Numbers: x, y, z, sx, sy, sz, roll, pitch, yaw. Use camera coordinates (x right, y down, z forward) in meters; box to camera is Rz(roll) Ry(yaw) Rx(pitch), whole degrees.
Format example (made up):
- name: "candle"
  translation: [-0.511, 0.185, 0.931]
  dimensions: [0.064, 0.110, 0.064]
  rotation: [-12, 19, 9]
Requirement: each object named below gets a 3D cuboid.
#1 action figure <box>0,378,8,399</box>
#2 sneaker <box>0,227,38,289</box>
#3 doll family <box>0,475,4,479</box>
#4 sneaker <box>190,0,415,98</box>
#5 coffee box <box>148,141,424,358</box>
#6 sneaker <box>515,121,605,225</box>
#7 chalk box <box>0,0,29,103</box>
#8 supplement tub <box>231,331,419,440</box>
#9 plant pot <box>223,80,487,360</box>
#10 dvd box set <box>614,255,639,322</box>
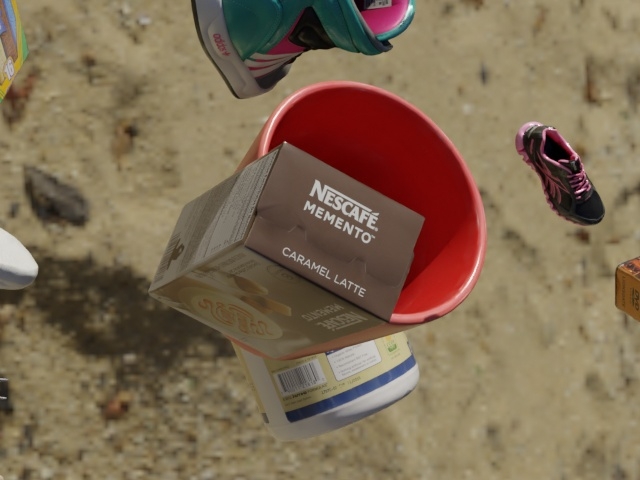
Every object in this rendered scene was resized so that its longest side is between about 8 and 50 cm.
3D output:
- name: "action figure"
  translation: [-0.515, 0.205, 1.891]
  dimensions: [0.099, 0.285, 0.185]
  rotation: [93, -19, -57]
- name: "sneaker"
  translation: [-0.370, 0.021, 1.445]
  dimensions: [0.080, 0.212, 0.094]
  rotation: [-113, -138, -62]
- name: "doll family"
  translation: [-0.235, 0.269, 1.304]
  dimensions: [0.193, 0.076, 0.111]
  rotation: [19, 40, -36]
- name: "sneaker"
  translation: [-0.005, -0.205, 1.386]
  dimensions: [0.295, 0.179, 0.123]
  rotation: [33, 50, -82]
- name: "coffee box"
  translation: [-0.035, 0.016, 1.345]
  dimensions: [0.141, 0.246, 0.098]
  rotation: [28, 70, -17]
- name: "sneaker"
  translation: [0.234, -0.063, 1.498]
  dimensions: [0.047, 0.057, 0.119]
  rotation: [-42, 100, -17]
- name: "chalk box"
  translation: [-0.441, -0.269, 1.833]
  dimensions: [0.132, 0.132, 0.213]
  rotation: [-73, 163, -46]
- name: "supplement tub"
  translation: [-0.019, 0.092, 2.155]
  dimensions: [0.228, 0.228, 0.316]
  rotation: [-27, 96, -62]
- name: "plant pot"
  translation: [0.000, 0.000, 1.691]
  dimensions: [0.275, 0.243, 0.274]
  rotation: [13, 62, -26]
- name: "dvd box set"
  translation: [0.546, 0.083, 1.596]
  dimensions: [0.308, 0.420, 0.062]
  rotation: [-19, 120, -20]
